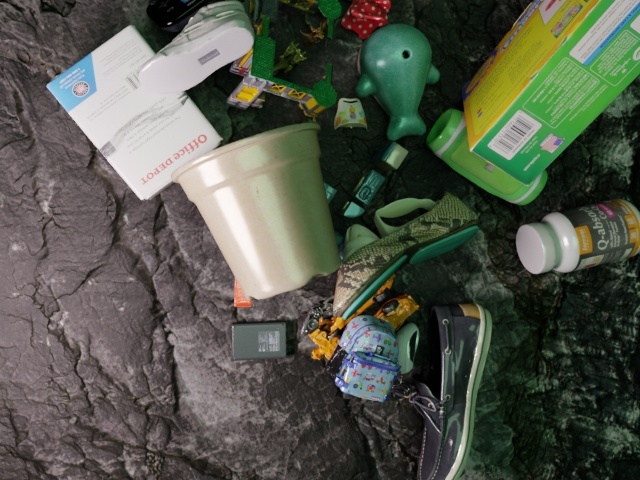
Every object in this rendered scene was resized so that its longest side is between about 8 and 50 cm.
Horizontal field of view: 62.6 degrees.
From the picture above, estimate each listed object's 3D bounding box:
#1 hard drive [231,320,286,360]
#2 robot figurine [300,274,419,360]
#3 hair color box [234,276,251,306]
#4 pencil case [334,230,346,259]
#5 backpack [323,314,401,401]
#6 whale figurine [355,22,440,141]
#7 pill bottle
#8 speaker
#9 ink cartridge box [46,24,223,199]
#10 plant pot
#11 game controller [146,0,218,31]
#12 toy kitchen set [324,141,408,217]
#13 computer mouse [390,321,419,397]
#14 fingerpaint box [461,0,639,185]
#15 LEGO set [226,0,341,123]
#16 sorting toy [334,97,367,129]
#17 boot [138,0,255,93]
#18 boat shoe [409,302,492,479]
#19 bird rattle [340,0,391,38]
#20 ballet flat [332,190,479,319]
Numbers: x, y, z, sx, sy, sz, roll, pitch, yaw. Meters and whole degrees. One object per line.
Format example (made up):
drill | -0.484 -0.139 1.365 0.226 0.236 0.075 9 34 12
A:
hard drive | -0.155 0.252 1.325 0.135 0.022 0.094 -1 96 -10
robot figurine | 0.093 0.202 1.331 0.291 0.085 0.211 -37 100 -5
hair color box | -0.186 0.085 1.279 0.043 0.072 0.141 1 96 -9
pencil case | 0.000 0.000 1.305 0.152 0.064 0.070 19 120 -10
backpack | 0.116 0.272 1.242 0.158 0.117 0.173 24 93 -20
whale figurine | 0.193 -0.380 1.263 0.217 0.141 0.271 -11 98 -9
pill bottle | 0.670 -0.006 1.369 0.279 0.162 0.162 -13 97 -8
speaker | 0.417 -0.207 1.326 0.297 0.131 0.131 30 90 -11
ink cartridge box | -0.400 -0.274 1.179 0.223 0.129 0.307 -38 100 -6
plant pot | -0.108 -0.048 1.133 0.334 0.334 0.305 -20 93 -7
game controller | -0.240 -0.576 1.168 0.319 0.166 0.067 -38 129 -4
toy kitchen set | 0.075 -0.171 1.273 0.166 0.122 0.207 33 89 -11
computer mouse | 0.206 0.304 1.360 0.042 0.106 0.192 13 85 -27
fingerpaint box | 0.508 -0.392 1.106 0.163 0.371 0.444 30 125 -10
LEGO set | -0.093 -0.421 1.218 0.255 0.192 0.330 1 81 -28
sorting toy | 0.075 -0.318 1.306 0.084 0.045 0.075 -3 77 -9
boot | -0.262 -0.407 1.102 0.259 0.095 0.123 -22 54 6
boat shoe | 0.305 0.396 1.341 0.156 0.187 0.499 12 88 -5
bird rattle | 0.110 -0.632 1.260 0.207 0.143 0.253 35 102 1
ballet flat | 0.171 0.008 1.251 0.483 0.164 0.182 -29 70 -29
